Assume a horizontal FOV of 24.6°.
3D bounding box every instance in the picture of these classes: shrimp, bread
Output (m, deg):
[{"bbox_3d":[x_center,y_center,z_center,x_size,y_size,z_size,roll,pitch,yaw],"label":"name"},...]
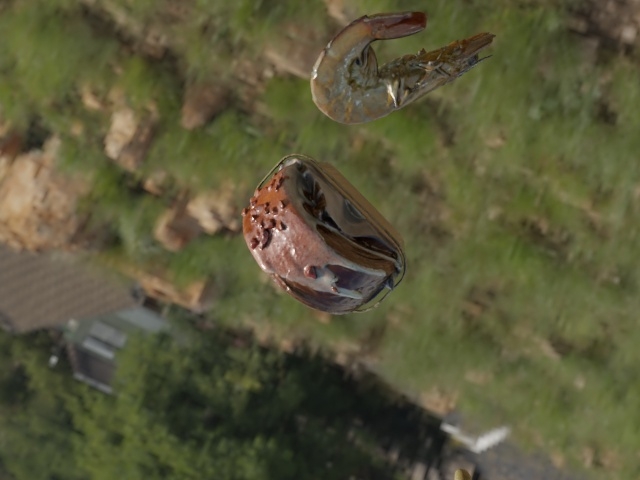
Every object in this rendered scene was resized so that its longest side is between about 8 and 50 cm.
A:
[{"bbox_3d":[0.065,-0.154,1.198,0.045,0.162,0.095,-123,10,-63],"label":"shrimp"},{"bbox_3d":[0.000,0.000,1.892,0.224,0.212,0.142,46,117,4],"label":"bread"}]

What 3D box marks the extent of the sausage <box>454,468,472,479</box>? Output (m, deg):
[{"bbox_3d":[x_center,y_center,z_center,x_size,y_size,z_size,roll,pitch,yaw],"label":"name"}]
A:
[{"bbox_3d":[0.169,0.324,1.666,0.024,0.132,0.024,-4,157,-2],"label":"sausage"}]
